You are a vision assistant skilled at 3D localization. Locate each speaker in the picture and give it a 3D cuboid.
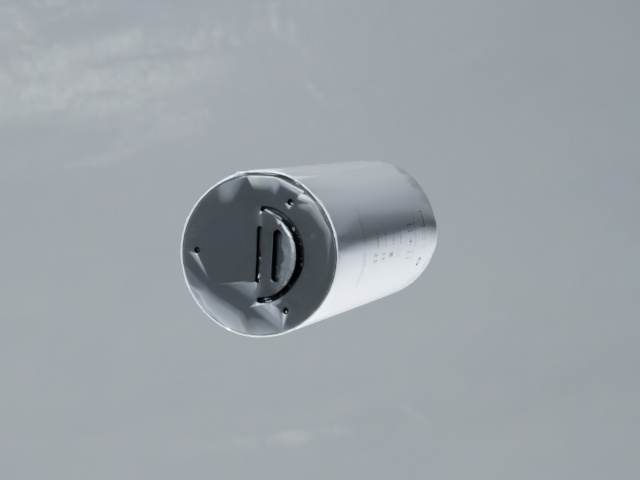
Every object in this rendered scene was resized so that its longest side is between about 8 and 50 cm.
[{"bbox_3d":[0.000,0.000,0.612,0.055,0.055,0.136,-19,179,18],"label":"speaker"}]
